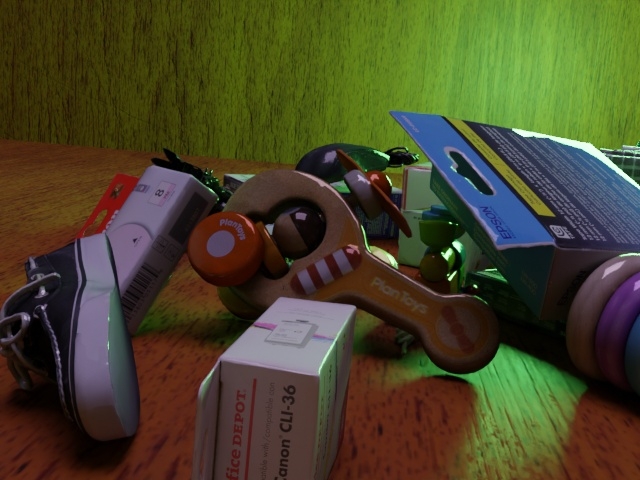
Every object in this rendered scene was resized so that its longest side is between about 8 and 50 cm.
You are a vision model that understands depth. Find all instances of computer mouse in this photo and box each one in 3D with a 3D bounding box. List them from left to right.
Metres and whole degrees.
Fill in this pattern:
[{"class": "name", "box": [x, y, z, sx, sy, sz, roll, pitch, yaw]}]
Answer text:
[{"class": "computer mouse", "box": [0.044, -0.150, 1.458, 0.189, 0.072, 0.272, -9, 5, 40]}]

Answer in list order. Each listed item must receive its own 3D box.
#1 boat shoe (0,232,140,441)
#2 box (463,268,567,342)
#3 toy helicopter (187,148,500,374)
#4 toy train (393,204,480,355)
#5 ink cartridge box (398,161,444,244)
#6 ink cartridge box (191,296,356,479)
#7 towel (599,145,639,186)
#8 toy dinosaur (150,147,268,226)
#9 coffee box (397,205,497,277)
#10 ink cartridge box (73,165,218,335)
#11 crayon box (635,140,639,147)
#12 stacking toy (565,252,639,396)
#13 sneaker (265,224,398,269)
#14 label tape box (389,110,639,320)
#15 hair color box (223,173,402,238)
[{"class": "boat shoe", "box": [-0.222, 0.076, 0.659, 0.105, 0.113, 0.306, -13, 28, -14]}, {"class": "box", "box": [0.331, 0.084, 1.033, 0.175, 0.051, 0.220, -3, 13, -35]}, {"class": "toy helicopter", "box": [0.045, 0.024, 0.857, 0.355, 0.235, 0.140, 28, -17, 23]}, {"class": "toy train", "box": [0.139, 0.039, 0.940, 0.105, 0.143, 0.248, 7, 11, 16]}, {"class": "ink cartridge box", "box": [0.232, -0.074, 1.551, 0.092, 0.158, 0.218, 6, 11, 19]}, {"class": "ink cartridge box", "box": [-0.025, 0.119, 0.518, 0.067, 0.115, 0.198, 7, 12, 11]}, {"class": "towel", "box": [0.574, -0.028, 1.257, 0.284, 0.235, 0.121, 7, 20, 18]}, {"class": "toy dinosaur", "box": [-0.206, -0.063, 1.375, 0.322, 0.164, 0.218, -14, -14, 23]}, {"class": "coffee box", "box": [0.265, -0.007, 1.366, 0.141, 0.098, 0.246, 13, 14, 38]}, {"class": "ink cartridge box", "box": [-0.250, -0.004, 0.915, 0.232, 0.189, 0.066, 17, -18, 41]}, {"class": "crayon box", "box": [0.686, -0.061, 1.417, 0.165, 0.278, 0.081, 14, 57, 45]}, {"class": "stacking toy", "box": [0.380, 0.119, 0.670, 0.141, 0.141, 0.330, -1, 16, -28]}, {"class": "sneaker", "box": [-0.015, 0.027, 1.089, 0.240, 0.091, 0.126, 11, 13, 28]}, {"class": "label tape box", "box": [0.253, -0.027, 0.904, 0.348, 0.115, 0.249, 2, 38, -30]}, {"class": "hair color box", "box": [-0.013, -0.069, 1.563, 0.339, 0.110, 0.185, 1, 13, -29]}]
